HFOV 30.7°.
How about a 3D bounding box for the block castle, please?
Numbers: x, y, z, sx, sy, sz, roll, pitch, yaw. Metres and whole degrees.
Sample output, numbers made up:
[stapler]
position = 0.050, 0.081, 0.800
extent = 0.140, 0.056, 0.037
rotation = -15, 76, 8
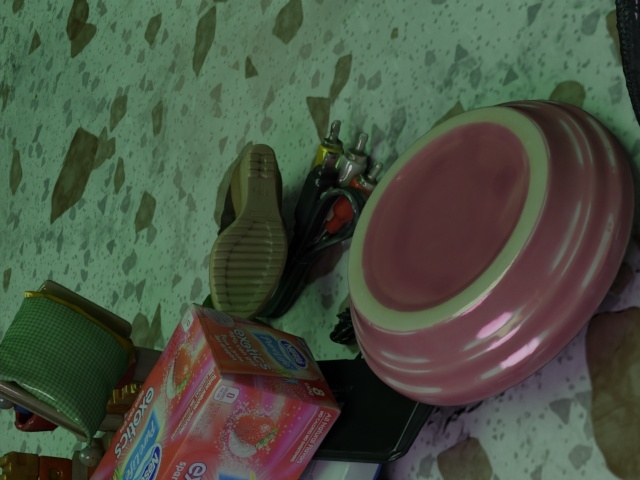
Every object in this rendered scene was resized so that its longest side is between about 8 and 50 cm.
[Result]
[block castle]
position = -0.328, 0.376, 1.606
extent = 0.303, 0.213, 0.453
rotation = -32, 54, 45

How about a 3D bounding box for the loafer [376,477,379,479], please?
[loafer]
position = 0.020, 0.326, 1.285
extent = 0.170, 0.062, 0.061
rotation = -52, 31, 15

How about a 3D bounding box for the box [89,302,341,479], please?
[box]
position = -0.128, 0.240, 1.263
extent = 0.300, 0.154, 0.142
rotation = -58, 32, 18

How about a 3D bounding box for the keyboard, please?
[keyboard]
position = 0.036, 0.156, 1.282
extent = 0.317, 0.033, 0.201
rotation = -10, 45, 56

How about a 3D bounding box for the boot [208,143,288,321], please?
[boot]
position = -0.093, 0.021, 1.476
extent = 0.207, 0.090, 0.248
rotation = 109, 171, -63

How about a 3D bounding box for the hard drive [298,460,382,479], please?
[hard drive]
position = -0.059, 0.309, 1.334
extent = 0.319, 0.040, 0.210
rotation = -4, 59, 61

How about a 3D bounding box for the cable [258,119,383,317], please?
[cable]
position = 0.000, 0.000, 1.454
extent = 0.139, 0.072, 0.287
rotation = 51, 131, 40

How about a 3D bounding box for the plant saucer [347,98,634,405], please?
[plant saucer]
position = 0.143, -0.005, 1.140
extent = 0.332, 0.084, 0.332
rotation = -33, 38, 31

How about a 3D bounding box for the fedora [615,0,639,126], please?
[fedora]
position = 0.327, -0.218, 0.896
extent = 0.152, 0.334, 0.334
rotation = 2, 77, 24

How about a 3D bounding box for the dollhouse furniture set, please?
[dollhouse furniture set]
position = -0.236, 0.143, 1.447
extent = 0.151, 0.301, 0.197
rotation = -53, 14, 30
